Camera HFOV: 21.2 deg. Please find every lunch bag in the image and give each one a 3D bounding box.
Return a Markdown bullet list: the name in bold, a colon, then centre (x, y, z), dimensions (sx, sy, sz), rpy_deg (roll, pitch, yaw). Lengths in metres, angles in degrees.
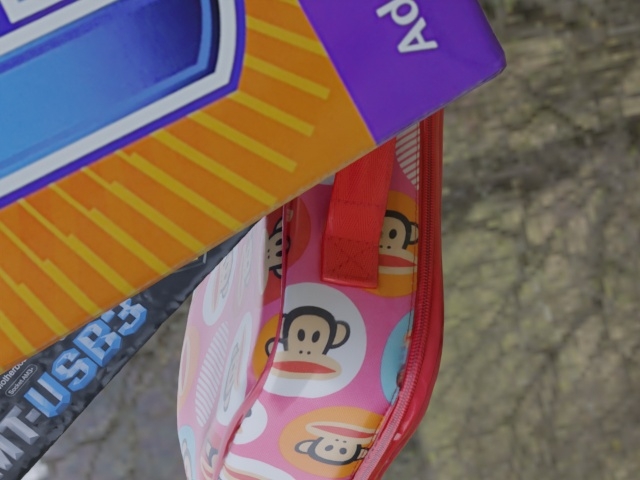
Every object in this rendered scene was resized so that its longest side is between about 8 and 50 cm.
- **lunch bag**: centre (0.000, 0.000, 0.986), dimensions (0.258, 0.120, 0.293), rpy_deg (114, 164, -53)

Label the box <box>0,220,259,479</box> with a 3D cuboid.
- **box**: centre (-0.157, -0.019, 0.961), dimensions (0.073, 0.295, 0.293), rpy_deg (29, -152, -29)

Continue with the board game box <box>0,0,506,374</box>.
- **board game box**: centre (-0.218, -0.133, 0.583), dimensions (0.356, 0.356, 0.356), rpy_deg (61, 173, -14)
